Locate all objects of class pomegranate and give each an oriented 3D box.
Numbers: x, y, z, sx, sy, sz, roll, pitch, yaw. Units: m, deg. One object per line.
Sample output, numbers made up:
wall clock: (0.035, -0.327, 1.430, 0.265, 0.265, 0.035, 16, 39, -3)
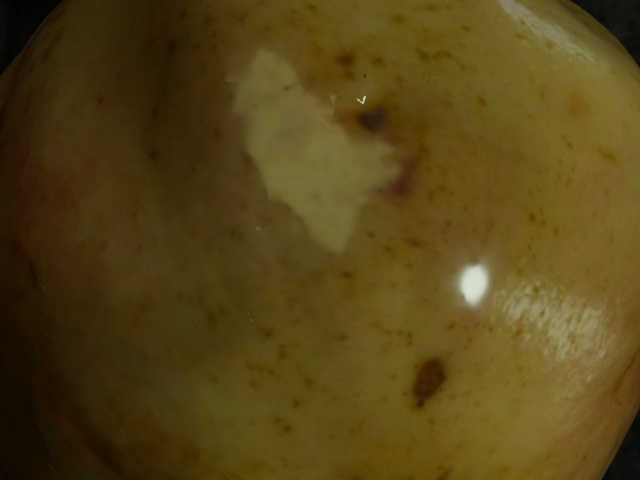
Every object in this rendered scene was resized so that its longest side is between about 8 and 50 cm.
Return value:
pomegranate: (0.000, 0.000, 1.042, 0.411, 0.411, 0.412, -7, 59, 12)
